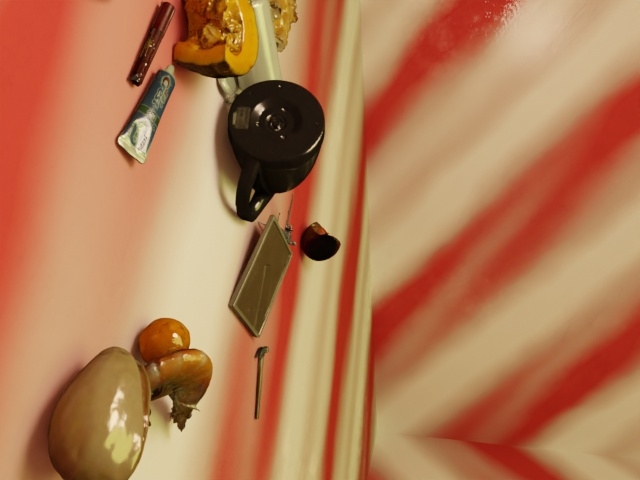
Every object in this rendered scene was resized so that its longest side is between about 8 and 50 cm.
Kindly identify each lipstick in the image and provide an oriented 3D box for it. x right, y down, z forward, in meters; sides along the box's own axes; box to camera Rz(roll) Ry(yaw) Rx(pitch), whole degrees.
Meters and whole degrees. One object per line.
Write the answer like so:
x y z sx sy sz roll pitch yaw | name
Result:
-0.272 -0.318 0.842 0.027 0.027 0.177 66 30 -58 | lipstick

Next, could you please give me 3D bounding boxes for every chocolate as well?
0.000 0.000 1.720 0.133 0.127 0.124 -85 158 -75 | chocolate

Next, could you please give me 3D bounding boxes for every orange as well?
-0.251 0.164 0.837 0.083 0.083 0.084 1 90 -76 | orange

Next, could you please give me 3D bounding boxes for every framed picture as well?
-0.137 0.091 1.293 0.189 0.023 0.260 69 37 -55 | framed picture

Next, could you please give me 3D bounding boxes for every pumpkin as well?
-0.190 -0.416 0.963 0.126 0.130 0.248 8 87 -67 | pumpkin

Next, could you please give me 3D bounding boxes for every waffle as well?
-0.128 -0.660 1.236 0.304 0.077 0.348 -85 166 -46 | waffle

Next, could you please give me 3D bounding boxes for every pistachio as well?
-0.274 0.229 0.663 0.124 0.124 0.185 68 24 -56 | pistachio

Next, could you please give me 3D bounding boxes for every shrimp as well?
-0.240 0.250 0.835 0.068 0.150 0.249 57 -24 34 | shrimp

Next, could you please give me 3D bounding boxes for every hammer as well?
-0.157 0.365 1.339 0.062 0.017 0.182 30 62 -73 | hammer

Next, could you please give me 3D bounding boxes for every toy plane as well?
-0.108 -0.014 1.429 0.226 0.058 0.226 45 63 -70 | toy plane

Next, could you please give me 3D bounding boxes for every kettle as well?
-0.097 -0.185 1.194 0.271 0.207 0.251 101 -17 -70 | kettle

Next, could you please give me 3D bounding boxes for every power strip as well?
-0.202 -0.331 1.118 0.055 0.035 0.083 -68 141 -55 | power strip

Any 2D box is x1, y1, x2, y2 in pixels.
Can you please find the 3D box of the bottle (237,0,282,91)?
-0.153 -0.457 1.144 0.104 0.104 0.245 -71 157 -51 | bottle

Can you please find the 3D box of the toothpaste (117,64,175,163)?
-0.271 -0.213 0.837 0.057 0.034 0.197 49 43 -45 | toothpaste
